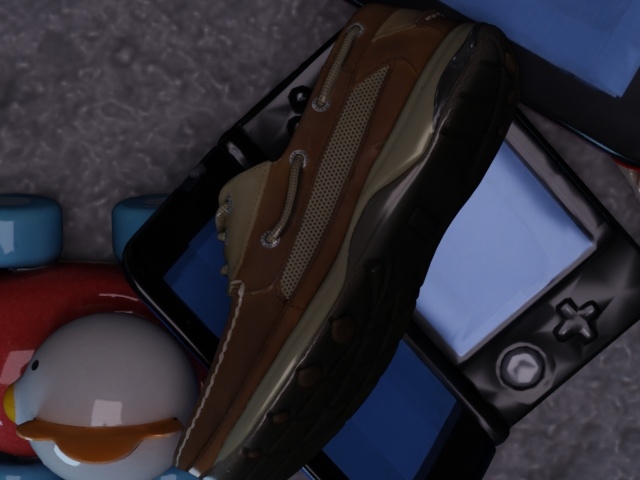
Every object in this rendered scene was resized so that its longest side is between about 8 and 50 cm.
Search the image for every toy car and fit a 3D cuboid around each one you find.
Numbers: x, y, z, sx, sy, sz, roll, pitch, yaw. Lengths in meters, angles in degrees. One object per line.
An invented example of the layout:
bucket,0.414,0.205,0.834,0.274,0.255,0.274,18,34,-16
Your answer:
toy car,-0.156,0.095,1.164,0.210,0.238,0.219,0,101,-1

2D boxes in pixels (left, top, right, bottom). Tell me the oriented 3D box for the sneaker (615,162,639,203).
sneaker,0.275,-0.070,1.221,0.121,0.108,0.302,-20,87,-35

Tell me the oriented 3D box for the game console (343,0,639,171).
game console,0.163,-0.262,1.136,0.386,0.060,0.342,32,100,12

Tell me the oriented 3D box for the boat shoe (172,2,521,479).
boat shoe,0.000,0.000,1.098,0.120,0.122,0.324,27,81,24

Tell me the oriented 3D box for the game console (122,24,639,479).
game console,0.059,0.023,1.188,0.250,0.173,0.293,-41,100,8
